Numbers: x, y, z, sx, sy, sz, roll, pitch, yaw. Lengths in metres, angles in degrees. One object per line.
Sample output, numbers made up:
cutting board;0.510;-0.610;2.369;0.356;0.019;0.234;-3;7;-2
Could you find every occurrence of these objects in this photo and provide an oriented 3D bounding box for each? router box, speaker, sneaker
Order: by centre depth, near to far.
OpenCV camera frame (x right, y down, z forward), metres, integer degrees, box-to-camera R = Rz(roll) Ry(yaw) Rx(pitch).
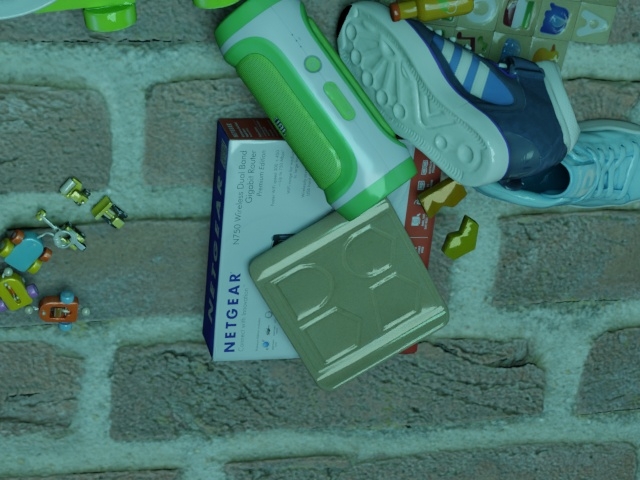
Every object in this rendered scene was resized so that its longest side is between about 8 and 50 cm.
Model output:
speaker;-0.007;-0.174;1.926;0.131;0.131;0.296;-36;90;3
sneaker;0.196;-0.207;2.003;0.236;0.323;0.130;-20;148;-41
router box;0.000;0.000;2.101;0.301;0.082;0.335;-2;116;-15
sneaker;0.348;-0.090;2.119;0.366;0.150;0.135;1;116;-17

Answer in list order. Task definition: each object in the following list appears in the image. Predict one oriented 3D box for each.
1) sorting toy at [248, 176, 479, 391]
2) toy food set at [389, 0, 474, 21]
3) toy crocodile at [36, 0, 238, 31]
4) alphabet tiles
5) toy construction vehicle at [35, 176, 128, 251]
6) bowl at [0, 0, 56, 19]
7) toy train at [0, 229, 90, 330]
sorting toy;0.081;0.045;2.080;0.307;0.041;0.229;-30;115;0
toy food set;0.120;-0.396;1.913;0.105;0.111;0.232;-12;113;-9
toy crocodile;-0.204;-0.339;1.875;0.341;0.105;0.115;-12;118;-5
alphabet tiles;0.252;-0.362;2.038;0.343;0.011;0.285;4;114;-18
toy construction vehicle;-0.316;-0.029;2.022;0.086;0.035;0.098;-42;119;7
bowl;-0.386;-0.411;1.750;0.298;0.134;0.297;-3;110;-10
toy train;-0.372;0.045;2.034;0.125;0.046;0.166;-3;125;-12
